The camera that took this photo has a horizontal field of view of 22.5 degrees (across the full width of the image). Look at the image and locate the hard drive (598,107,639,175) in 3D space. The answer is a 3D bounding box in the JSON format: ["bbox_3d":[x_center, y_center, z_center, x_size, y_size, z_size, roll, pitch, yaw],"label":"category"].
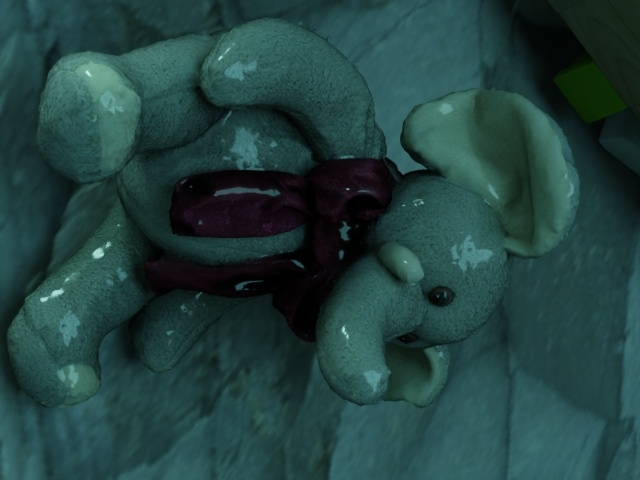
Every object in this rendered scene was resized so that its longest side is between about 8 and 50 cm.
[{"bbox_3d":[0.366,-0.173,1.421,0.203,0.040,0.307,33,71,-32],"label":"hard drive"}]

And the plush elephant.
[{"bbox_3d":[0.000,0.000,0.994,0.255,0.272,0.330,34,41,15],"label":"plush elephant"}]

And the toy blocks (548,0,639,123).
[{"bbox_3d":[0.336,-0.194,1.286,0.381,0.191,0.261,51,54,-15],"label":"toy blocks"}]
